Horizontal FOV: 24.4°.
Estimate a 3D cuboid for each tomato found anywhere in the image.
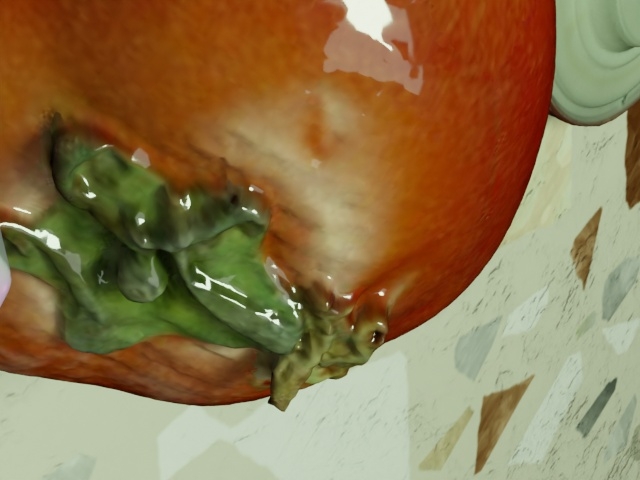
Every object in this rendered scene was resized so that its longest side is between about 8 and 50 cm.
[{"bbox_3d":[-0.052,-0.090,0.639,0.321,0.321,0.321,-33,136,-39],"label":"tomato"}]

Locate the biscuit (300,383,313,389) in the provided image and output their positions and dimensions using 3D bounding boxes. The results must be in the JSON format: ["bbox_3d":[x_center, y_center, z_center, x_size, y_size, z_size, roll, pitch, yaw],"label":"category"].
[{"bbox_3d":[0.000,0.000,0.989,0.284,0.043,0.306,-58,147,-11],"label":"biscuit"}]

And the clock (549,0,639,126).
[{"bbox_3d":[0.246,-0.240,1.147,0.318,0.080,0.318,-34,137,-39],"label":"clock"}]

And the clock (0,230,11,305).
[{"bbox_3d":[-0.246,-0.059,0.399,0.338,0.102,0.338,-5,106,-17],"label":"clock"}]
